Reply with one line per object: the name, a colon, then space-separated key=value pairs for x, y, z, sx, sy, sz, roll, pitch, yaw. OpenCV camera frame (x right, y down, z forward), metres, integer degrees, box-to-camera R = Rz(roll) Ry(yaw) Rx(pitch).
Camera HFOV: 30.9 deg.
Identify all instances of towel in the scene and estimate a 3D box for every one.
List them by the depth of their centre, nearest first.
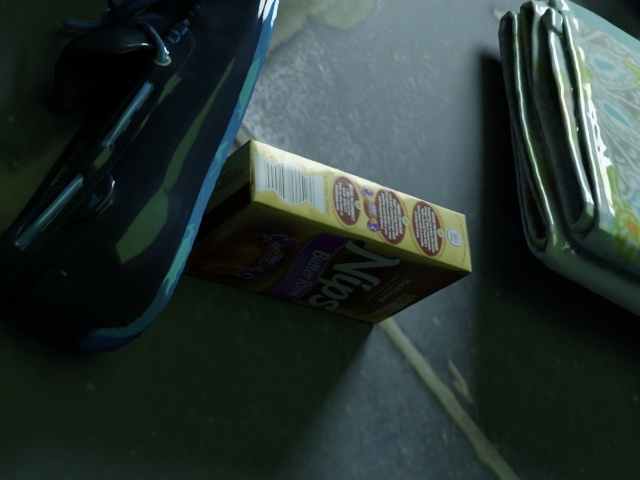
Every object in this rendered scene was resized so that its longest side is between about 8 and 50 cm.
towel: x=0.332 y=-0.045 z=1.095 sx=0.374 sy=0.090 sz=0.321 roll=23 pitch=45 yaw=-25

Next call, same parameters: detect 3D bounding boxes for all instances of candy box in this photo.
candy box: x=0.000 y=0.000 z=0.801 sx=0.186 sy=0.109 sz=0.053 roll=16 pitch=58 yaw=-33

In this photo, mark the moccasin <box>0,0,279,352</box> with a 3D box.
moccasin: x=-0.113 y=-0.099 z=0.743 sx=0.116 sy=0.137 sz=0.342 roll=28 pitch=51 yaw=-20
